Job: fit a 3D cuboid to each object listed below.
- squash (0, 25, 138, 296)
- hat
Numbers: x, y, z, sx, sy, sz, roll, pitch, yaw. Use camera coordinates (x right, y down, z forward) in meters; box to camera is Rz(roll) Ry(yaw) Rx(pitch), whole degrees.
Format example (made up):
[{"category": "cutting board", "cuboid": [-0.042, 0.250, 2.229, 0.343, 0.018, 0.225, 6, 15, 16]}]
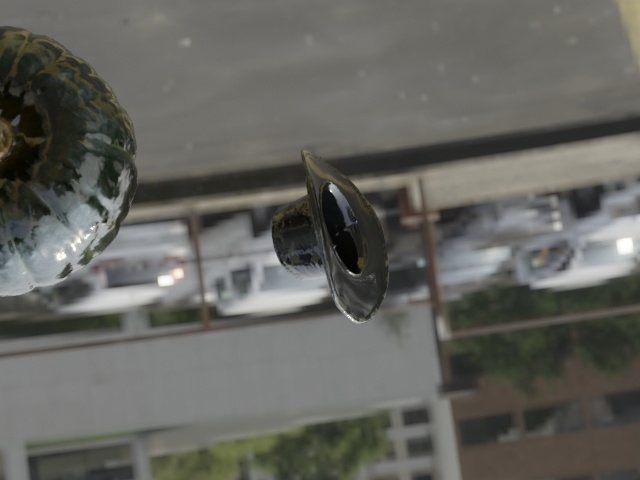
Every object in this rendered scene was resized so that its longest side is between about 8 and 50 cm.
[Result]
[{"category": "squash", "cuboid": [-0.248, -0.060, 1.343, 0.218, 0.218, 0.172, -8, -168, -1]}, {"category": "hat", "cuboid": [0.000, 0.000, 1.141, 0.050, 0.121, 0.121, -18, 169, 22]}]
